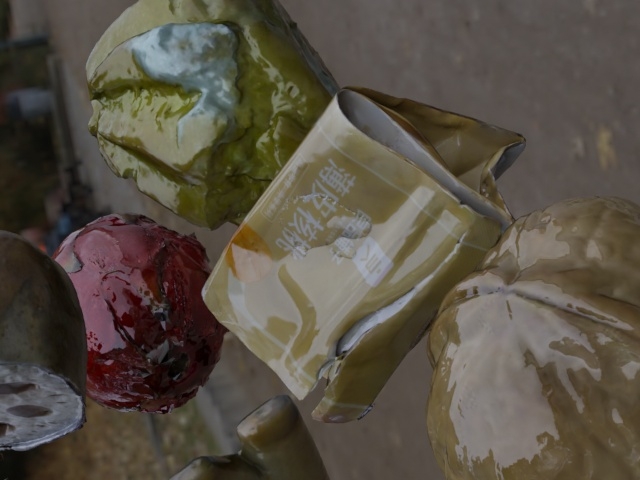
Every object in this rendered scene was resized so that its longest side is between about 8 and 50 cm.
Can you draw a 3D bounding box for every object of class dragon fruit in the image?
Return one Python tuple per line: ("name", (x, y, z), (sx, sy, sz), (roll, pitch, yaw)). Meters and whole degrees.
("dragon fruit", (-0.280, 0.113, 2.388), (0.302, 0.296, 0.295), (38, 145, 37))

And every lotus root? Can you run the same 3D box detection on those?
("lotus root", (-0.363, 0.097, 1.614), (0.272, 0.272, 0.192), (107, 162, -68))

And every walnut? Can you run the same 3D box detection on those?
("walnut", (0.216, 0.122, 1.236), (0.313, 0.277, 0.252), (47, -179, -37))

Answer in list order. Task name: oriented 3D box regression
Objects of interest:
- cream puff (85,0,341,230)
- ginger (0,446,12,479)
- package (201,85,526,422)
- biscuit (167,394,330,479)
("cream puff", (-0.119, -0.144, 1.851), (0.378, 0.275, 0.378), (54, -173, -10))
("ginger", (-0.560, 0.332, 2.227), (0.152, 0.274, 0.357), (110, 141, -60))
("package", (0.047, 0.026, 1.510), (0.311, 0.221, 0.165), (-52, 36, 41))
("biscuit", (-0.100, 0.361, 2.266), (0.062, 0.237, 0.290), (44, 163, 34))
